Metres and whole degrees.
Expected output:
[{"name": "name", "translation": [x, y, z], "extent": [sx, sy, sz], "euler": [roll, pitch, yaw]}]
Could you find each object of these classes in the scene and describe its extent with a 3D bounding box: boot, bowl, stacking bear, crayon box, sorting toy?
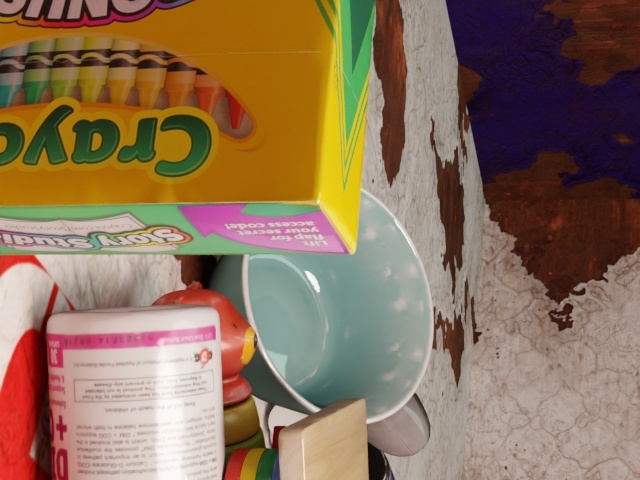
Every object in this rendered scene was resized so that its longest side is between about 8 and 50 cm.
[{"name": "boot", "translation": [0.047, 0.238, 1.830], "extent": [0.338, 0.118, 0.223], "euler": [49, 14, -19]}, {"name": "bowl", "translation": [-0.021, 0.089, 1.581], "extent": [0.311, 0.163, 0.312], "euler": [16, 65, -38]}, {"name": "stacking bear", "translation": [-0.127, 0.192, 1.307], "extent": [0.175, 0.164, 0.289], "euler": [-30, 121, -74]}, {"name": "crayon box", "translation": [-0.149, -0.149, 0.869], "extent": [0.106, 0.362, 0.313], "euler": [57, 36, -63]}, {"name": "sorting toy", "translation": [-0.021, 0.295, 1.226], "extent": [0.257, 0.089, 0.256], "euler": [3, 85, -75]}]

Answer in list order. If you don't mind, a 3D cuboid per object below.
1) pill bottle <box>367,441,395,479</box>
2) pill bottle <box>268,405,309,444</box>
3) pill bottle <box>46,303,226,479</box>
[{"name": "pill bottle", "translation": [0.074, 0.435, 2.126], "extent": [0.219, 0.122, 0.123], "euler": [70, 24, -52]}, {"name": "pill bottle", "translation": [-0.024, 0.292, 1.837], "extent": [0.160, 0.087, 0.087], "euler": [65, 29, -57]}, {"name": "pill bottle", "translation": [-0.167, 0.204, 1.159], "extent": [0.160, 0.160, 0.283], "euler": [2, 86, -75]}]
